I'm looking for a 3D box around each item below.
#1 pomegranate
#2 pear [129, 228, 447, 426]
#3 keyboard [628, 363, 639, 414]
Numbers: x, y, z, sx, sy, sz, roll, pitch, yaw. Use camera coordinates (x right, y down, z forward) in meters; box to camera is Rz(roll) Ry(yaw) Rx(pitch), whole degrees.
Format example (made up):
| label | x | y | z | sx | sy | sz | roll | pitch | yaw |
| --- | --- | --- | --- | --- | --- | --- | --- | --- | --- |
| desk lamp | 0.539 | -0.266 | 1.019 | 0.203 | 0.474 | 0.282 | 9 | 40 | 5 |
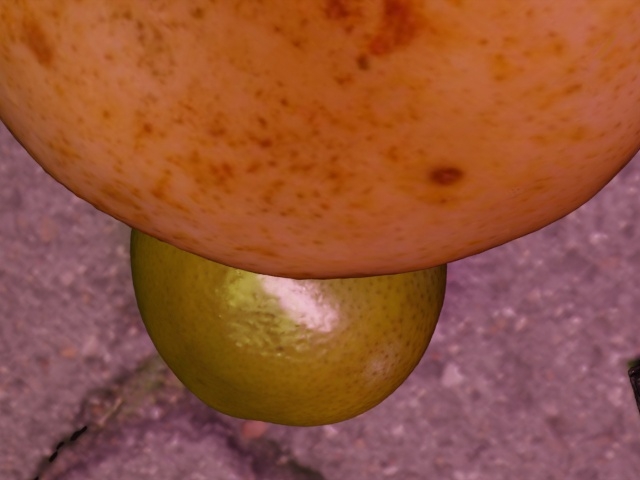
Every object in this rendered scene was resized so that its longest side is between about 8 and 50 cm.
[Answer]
| label | x | y | z | sx | sy | sz | roll | pitch | yaw |
| --- | --- | --- | --- | --- | --- | --- | --- | --- | --- |
| pomegranate | 0.004 | -0.185 | 0.810 | 0.417 | 0.416 | 0.416 | 6 | 114 | 13 |
| pear | 0.000 | 0.000 | 1.030 | 0.216 | 0.166 | 0.180 | -41 | 85 | 4 |
| keyboard | 0.294 | 0.081 | 1.051 | 0.231 | 0.023 | 0.072 | -11 | 116 | 20 |
